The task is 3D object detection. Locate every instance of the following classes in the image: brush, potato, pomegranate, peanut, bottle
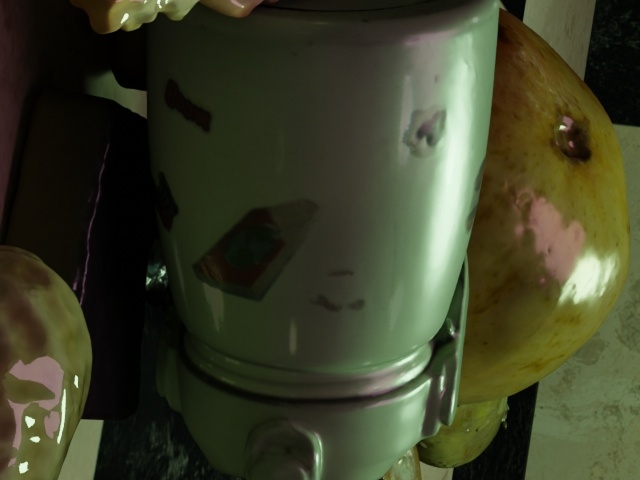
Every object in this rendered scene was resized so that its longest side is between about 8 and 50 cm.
[{"bbox_3d":[-0.143,0.012,1.118,0.123,0.059,0.197,25,71,-76],"label":"brush"},{"bbox_3d":[0.140,0.139,2.046,0.296,0.141,0.192,67,31,-57],"label":"potato"},{"bbox_3d":[0.068,-0.025,1.453,0.342,0.342,0.343,8,90,-74],"label":"pomegranate"},{"bbox_3d":[-0.194,0.145,0.905,0.136,0.120,0.298,19,79,-50],"label":"peanut"},{"bbox_3d":[0.000,0.000,1.147,0.229,0.229,0.352,-52,146,-61],"label":"bottle"}]

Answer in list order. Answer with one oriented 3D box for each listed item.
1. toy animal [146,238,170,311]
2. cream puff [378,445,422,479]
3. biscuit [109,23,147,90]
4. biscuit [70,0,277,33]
[{"bbox_3d":[-0.095,0.021,1.282,0.105,0.070,0.202,57,20,12],"label":"toy animal"},{"bbox_3d":[0.024,0.204,1.695,0.150,0.115,0.165,-26,102,-67],"label":"cream puff"},{"bbox_3d":[-0.070,-0.251,1.226,0.237,0.062,0.291,-37,137,-72],"label":"biscuit"},{"bbox_3d":[-0.079,-0.205,1.009,0.309,0.204,0.040,-27,159,-51],"label":"biscuit"}]
